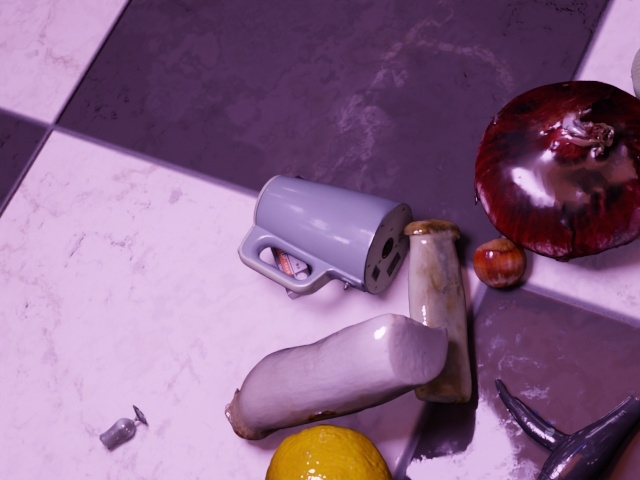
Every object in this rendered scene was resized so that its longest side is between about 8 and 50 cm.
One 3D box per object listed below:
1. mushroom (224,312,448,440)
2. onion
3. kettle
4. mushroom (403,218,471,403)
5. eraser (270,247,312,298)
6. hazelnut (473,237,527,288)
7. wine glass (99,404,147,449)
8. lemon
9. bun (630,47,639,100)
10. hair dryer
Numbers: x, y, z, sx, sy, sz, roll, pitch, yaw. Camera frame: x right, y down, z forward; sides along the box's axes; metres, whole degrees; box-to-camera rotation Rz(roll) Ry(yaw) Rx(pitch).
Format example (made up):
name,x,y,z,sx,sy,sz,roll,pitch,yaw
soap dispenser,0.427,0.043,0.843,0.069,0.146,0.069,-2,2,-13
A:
name,x,y,z,sx,sy,sz,roll,pitch,yaw
mushroom,-0.007,0.218,1.516,0.397,0.177,0.126,-22,72,28
onion,0.387,-0.118,1.541,0.314,0.232,0.314,-7,64,16
kettle,0.000,0.000,1.663,0.243,0.160,0.210,19,68,25
mushroom,0.185,0.107,1.592,0.100,0.081,0.312,4,67,-12
eraser,-0.051,0.040,1.745,0.052,0.029,0.122,-24,60,5
hazelnut,0.288,0.037,1.598,0.086,0.086,0.086,-8,63,17
wine glass,-0.342,0.323,1.711,0.083,0.042,0.039,-35,29,4
lemon,0.013,0.387,1.454,0.204,0.204,0.260,-17,54,12
bun,0.612,-0.277,1.582,0.221,0.108,0.221,-35,37,31
hair dryer,0.348,0.262,1.481,0.195,0.075,0.219,-40,51,-13
